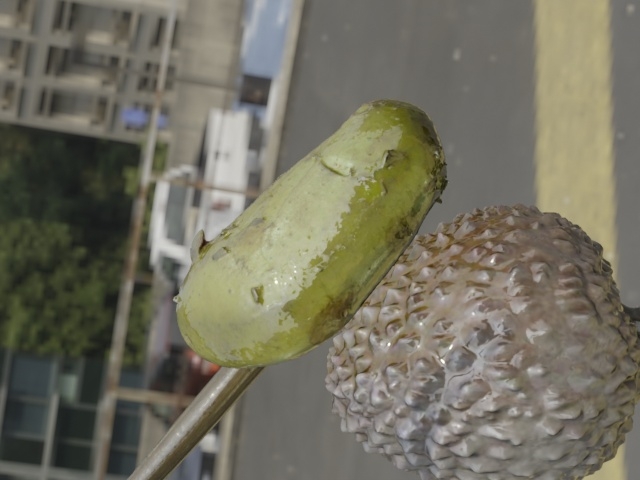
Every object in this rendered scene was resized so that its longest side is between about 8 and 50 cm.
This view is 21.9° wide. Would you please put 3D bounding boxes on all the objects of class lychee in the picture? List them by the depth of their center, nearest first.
[{"bbox_3d":[0.217,0.140,2.063,0.380,0.432,0.380,172,90,-86],"label":"lychee"}]

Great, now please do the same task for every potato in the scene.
[{"bbox_3d":[0.000,0.000,0.927,0.188,0.085,0.105,-49,43,-3],"label":"potato"}]

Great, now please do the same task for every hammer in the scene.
[{"bbox_3d":[-0.134,0.188,1.647,0.440,0.044,0.168,-49,-10,7],"label":"hammer"}]
